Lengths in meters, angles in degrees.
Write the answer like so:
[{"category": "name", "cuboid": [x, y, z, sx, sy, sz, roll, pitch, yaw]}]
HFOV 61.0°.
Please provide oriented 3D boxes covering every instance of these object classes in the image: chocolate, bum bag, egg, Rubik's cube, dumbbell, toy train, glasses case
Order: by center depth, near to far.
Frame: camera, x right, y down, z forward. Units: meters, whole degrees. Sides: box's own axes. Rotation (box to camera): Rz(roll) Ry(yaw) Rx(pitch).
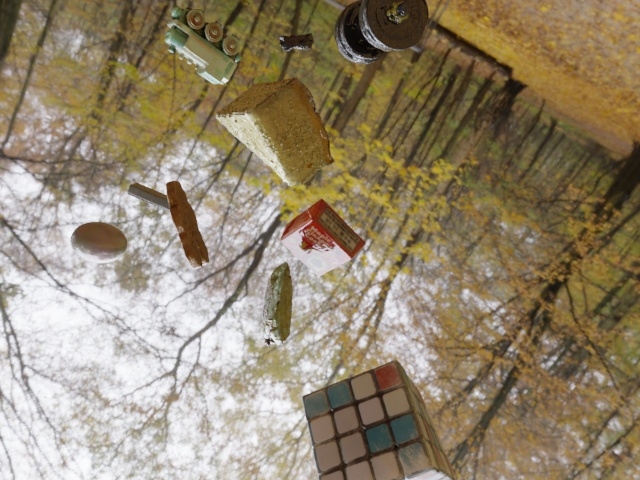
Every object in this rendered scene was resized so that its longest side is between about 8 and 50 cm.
[{"category": "Rubik's cube", "cuboid": [0.135, 0.470, 1.267, 0.253, 0.256, 0.259, 54, -166, -49]}, {"category": "toy train", "cuboid": [-0.283, -0.469, 1.302, 0.194, 0.125, 0.080, 28, 178, -36]}, {"category": "egg", "cuboid": [-0.554, 0.006, 1.361, 0.134, 0.103, 0.103, 10, -155, -17]}, {"category": "dumbbell", "cuboid": [0.163, -0.608, 1.529, 0.185, 0.185, 0.388, 23, -177, -18]}, {"category": "bum bag", "cuboid": [-0.085, -0.712, 1.950, 0.124, 0.058, 0.034, -4, -164, -1]}, {"category": "chocolate", "cuboid": [0.000, 0.000, 1.979, 0.237, 0.234, 0.108, 46, -135, -14]}, {"category": "glasses case", "cuboid": [-0.598, -0.150, 1.992, 0.204, 0.047, 0.071, 24, -169, -6]}]

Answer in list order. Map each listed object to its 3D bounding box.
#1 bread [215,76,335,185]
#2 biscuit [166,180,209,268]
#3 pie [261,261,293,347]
[{"category": "bread", "cuboid": [-0.149, -0.362, 1.810, 0.278, 0.316, 0.248, 19, -127, 41]}, {"category": "biscuit", "cuboid": [-0.441, -0.051, 1.778, 0.186, 0.044, 0.295, -66, -42, -87]}, {"category": "pie", "cuboid": [-0.143, 0.218, 1.859, 0.105, 0.275, 0.257, 7, 159, -4]}]
